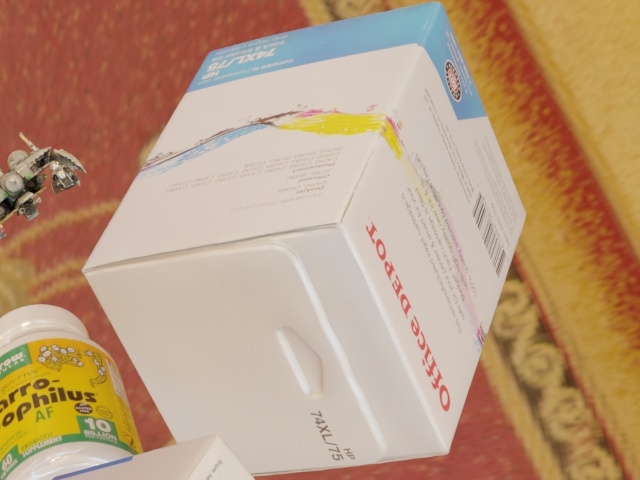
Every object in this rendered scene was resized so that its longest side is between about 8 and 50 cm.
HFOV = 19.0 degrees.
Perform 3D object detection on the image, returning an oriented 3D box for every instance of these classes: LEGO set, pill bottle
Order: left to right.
[{"bbox_3d":[-0.097,-0.011,0.560,0.054,0.083,0.023,-36,94,14],"label":"LEGO set"},{"bbox_3d":[-0.199,0.141,1.436,0.117,0.208,0.117,-8,125,-12],"label":"pill bottle"}]

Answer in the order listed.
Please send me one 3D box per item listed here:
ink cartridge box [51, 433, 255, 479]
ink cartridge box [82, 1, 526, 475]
[{"bbox_3d":[-0.062,0.216,1.033,0.203,0.148,0.086,53,44,-19],"label":"ink cartridge box"},{"bbox_3d":[0.000,0.000,1.335,0.197,0.270,0.198,-9,123,26],"label":"ink cartridge box"}]
